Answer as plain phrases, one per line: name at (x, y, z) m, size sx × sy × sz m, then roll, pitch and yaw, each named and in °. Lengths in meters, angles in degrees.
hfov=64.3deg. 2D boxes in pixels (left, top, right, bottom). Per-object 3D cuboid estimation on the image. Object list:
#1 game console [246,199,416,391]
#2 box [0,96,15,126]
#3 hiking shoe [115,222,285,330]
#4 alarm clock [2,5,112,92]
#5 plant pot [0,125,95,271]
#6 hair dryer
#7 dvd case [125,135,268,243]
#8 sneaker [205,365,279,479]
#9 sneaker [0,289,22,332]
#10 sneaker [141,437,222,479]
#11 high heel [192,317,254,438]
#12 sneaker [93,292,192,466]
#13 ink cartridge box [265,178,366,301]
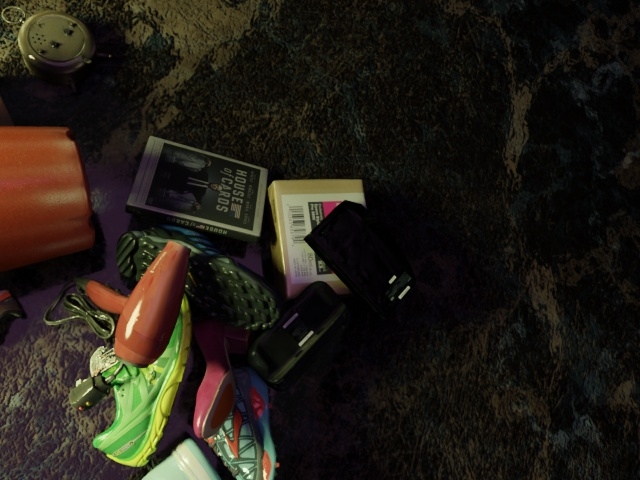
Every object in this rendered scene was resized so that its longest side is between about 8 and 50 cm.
game console at (0.009, 0.102, 0.924) m, size 0.361 × 0.044 × 0.213 m, roll -44°, pitch 96°, yaw -21°
box at (-0.578, -0.240, 0.825) m, size 0.091 × 0.170 × 0.130 m, roll -29°, pitch 87°, yaw -25°
hiking shoe at (-0.187, 0.042, 0.872) m, size 0.304 × 0.113 × 0.132 m, roll 26°, pitch 28°, yaw 6°
alarm clock at (-0.504, -0.373, 0.948) m, size 0.192 × 0.064 × 0.129 m, roll 34°, pitch 68°, yaw -5°
plant pot at (-0.503, -0.062, 0.772) m, size 0.265 × 0.272 × 0.272 m, roll -13°, pitch 81°, yaw -30°
hair dryer at (-0.314, 0.100, 0.783) m, size 0.293 × 0.080 × 0.223 m, roll -34°, pitch 68°, yaw 9°
dvd case at (-0.222, -0.096, 0.959) m, size 0.239 × 0.029 × 0.179 m, roll 14°, pitch 51°, yaw -15°
sneaker at (-0.144, 0.334, 0.841) m, size 0.125 × 0.104 × 0.261 m, roll 5°, pitch 43°, yaw -19°
sneaker at (-0.546, 0.148, 0.801) m, size 0.158 × 0.061 × 0.065 m, roll -44°, pitch 99°, yaw -23°
sneaker at (-0.206, 0.504, 0.796) m, size 0.208 × 0.127 × 0.319 m, roll -31°, pitch 78°, yaw -25°
high heel at (-0.192, 0.215, 0.835) m, size 0.117 × 0.082 × 0.244 m, roll 3°, pitch 36°, yaw 7°
sneaker at (-0.291, 0.213, 0.845) m, size 0.124 × 0.109 × 0.295 m, roll 18°, pitch 70°, yaw -14°
ink cartridge box at (0.000, 0.000, 1.013) m, size 0.193 × 0.088 × 0.234 m, roll -4°, pitch 78°, yaw -19°
